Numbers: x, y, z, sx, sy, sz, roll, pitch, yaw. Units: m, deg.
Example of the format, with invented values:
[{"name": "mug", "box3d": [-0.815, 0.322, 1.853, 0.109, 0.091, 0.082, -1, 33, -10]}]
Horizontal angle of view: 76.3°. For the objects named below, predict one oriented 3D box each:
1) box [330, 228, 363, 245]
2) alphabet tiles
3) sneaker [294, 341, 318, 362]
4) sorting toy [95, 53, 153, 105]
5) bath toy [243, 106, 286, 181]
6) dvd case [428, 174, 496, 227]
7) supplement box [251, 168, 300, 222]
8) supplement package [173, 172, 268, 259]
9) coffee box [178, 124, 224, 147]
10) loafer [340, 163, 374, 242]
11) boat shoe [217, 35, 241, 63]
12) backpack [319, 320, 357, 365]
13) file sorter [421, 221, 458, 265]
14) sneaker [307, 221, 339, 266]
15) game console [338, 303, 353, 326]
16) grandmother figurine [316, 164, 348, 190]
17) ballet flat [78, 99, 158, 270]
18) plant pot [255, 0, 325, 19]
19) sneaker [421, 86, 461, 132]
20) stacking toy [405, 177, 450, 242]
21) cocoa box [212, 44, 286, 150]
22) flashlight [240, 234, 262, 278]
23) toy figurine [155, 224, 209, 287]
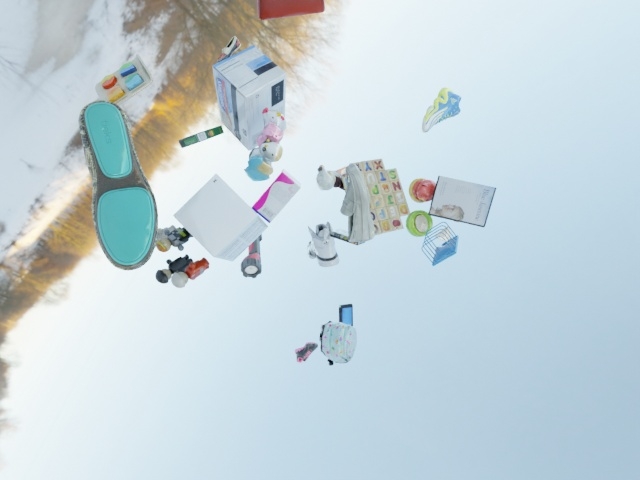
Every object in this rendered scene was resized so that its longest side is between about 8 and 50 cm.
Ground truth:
[{"name": "box", "box3d": [0.122, -0.016, 1.793, 0.137, 0.094, 0.027, 19, -73, 25]}, {"name": "alphabet tiles", "box3d": [0.250, -0.198, 1.822, 0.011, 0.285, 0.343, 143, -67, -67]}, {"name": "sneaker", "box3d": [-0.049, 0.408, 1.478, 0.119, 0.047, 0.057, -40, -142, 37]}, {"name": "sorting toy", "box3d": [-0.700, -0.556, 1.435, 0.208, 0.038, 0.193, -38, -122, 1]}, {"name": "bath toy", "box3d": [-0.208, -0.399, 1.620, 0.151, 0.129, 0.348, -7, -129, 21]}, {"name": "dvd case", "box3d": [0.620, -0.172, 1.794, 0.022, 0.252, 0.181, -50, 153, -78]}, {"name": "supplement box", "box3d": [-0.200, -0.205, 1.863, 0.220, 0.111, 0.114, -47, -166, 13]}, {"name": "supplement package", "box3d": [-0.334, -0.068, 1.423, 0.198, 0.199, 0.263, -45, 176, -4]}, {"name": "coffee box", "box3d": [-0.529, -0.465, 1.823, 0.113, 0.041, 0.184, -9, -158, 30]}, {"name": "loafer", "box3d": [0.126, -0.127, 1.511, 0.111, 0.320, 0.112, -15, -150, -2]}, {"name": "boat shoe", "box3d": [-0.398, -0.814, 1.746, 0.049, 0.043, 0.137, 33, -101, 36]}, {"name": "backpack", "box3d": [0.061, 0.334, 1.364, 0.115, 0.182, 0.152, -6, -112, 14]}, {"name": "file sorter", "box3d": [0.519, 0.010, 1.782, 0.118, 0.104, 0.170, -37, -172, 32]}, {"name": "sneaker", "box3d": [0.000, 0.000, 2.198, 0.137, 0.210, 0.366, -13, -164, -13]}, {"name": "game console", "box3d": [0.127, 0.383, 2.030, 0.107, 0.071, 0.122, -9, 98, -86]}, {"name": "grandmother figurine", "box3d": [0.073, -0.290, 1.877, 0.342, 0.207, 0.104, -27, 141, -63]}, {"name": "ballet flat", "box3d": [-0.566, -0.144, 1.153, 0.182, 0.163, 0.483, -26, -102, 63]}, {"name": "plant pot", "box3d": [-0.128, -1.031, 1.513, 0.236, 0.267, 0.267, 99, -18, -77]}, {"name": "sneaker", "box3d": [0.555, -0.579, 1.840, 0.126, 0.091, 0.240, 27, -96, 20]}, {"name": "stacking toy", "box3d": [0.556, -0.135, 1.904, 0.130, 0.308, 0.280, -163, -92, -80]}, {"name": "cocoa box", "box3d": [-0.311, -0.633, 1.833, 0.231, 0.228, 0.347, -39, 164, -22]}, {"name": "flashlight", "box3d": [-0.349, 0.051, 2.037, 0.103, 0.103, 0.304, -43, -144, 22]}, {"name": "toy figurine", "box3d": [-0.528, 0.055, 1.462, 0.213, 0.210, 0.148, 7, -145, 46]}]
